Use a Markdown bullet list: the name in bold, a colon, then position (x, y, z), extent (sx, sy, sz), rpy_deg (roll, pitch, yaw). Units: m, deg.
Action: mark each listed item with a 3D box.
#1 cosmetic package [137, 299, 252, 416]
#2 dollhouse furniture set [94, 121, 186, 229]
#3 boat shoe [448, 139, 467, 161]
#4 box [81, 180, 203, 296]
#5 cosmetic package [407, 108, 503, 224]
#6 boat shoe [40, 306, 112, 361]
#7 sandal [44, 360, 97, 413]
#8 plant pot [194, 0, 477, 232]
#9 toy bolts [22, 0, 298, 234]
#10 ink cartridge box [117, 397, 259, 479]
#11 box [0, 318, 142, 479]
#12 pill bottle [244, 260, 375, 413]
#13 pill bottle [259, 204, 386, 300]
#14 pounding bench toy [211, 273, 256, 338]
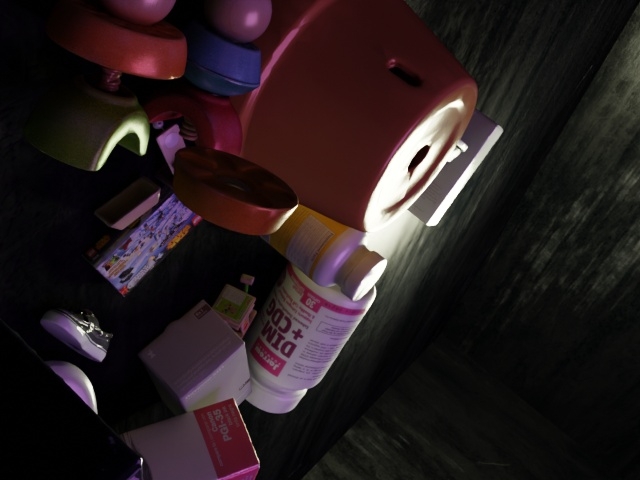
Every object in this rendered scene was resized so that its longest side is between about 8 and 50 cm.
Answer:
- **cosmetic package**: position (-0.184, 0.204, 1.161), extent (0.127, 0.107, 0.238), rpy_deg (-41, 163, -19)
- **dollhouse furniture set**: position (-0.165, -0.059, 0.742), extent (0.114, 0.091, 0.081), rpy_deg (-41, 145, -21)
- **boat shoe**: position (0.154, -0.172, 1.254), extent (0.091, 0.114, 0.302), rpy_deg (-55, 150, 11)
- **box**: position (-0.191, -0.008, 0.843), extent (0.137, 0.027, 0.094), rpy_deg (-46, 160, -14)
- **cosmetic package**: position (0.237, -0.155, 1.470), extent (0.231, 0.117, 0.085), rpy_deg (-54, 163, 14)
- **boat shoe**: position (-0.268, 0.097, 0.843), extent (0.142, 0.049, 0.040), rpy_deg (87, 26, -67)
- **sandal**: position (-0.386, 0.321, 0.890), extent (0.169, 0.102, 0.416), rpy_deg (9, 104, -45)
- **plant pot**: position (0.032, -0.144, 0.837), extent (0.291, 0.203, 0.291), rpy_deg (-44, 161, -19)
- **toy bolts**: position (-0.085, -0.133, 0.614), extent (0.158, 0.218, 0.228), rpy_deg (-65, 177, 20)
- **ink cartridge box**: position (-0.249, 0.356, 1.096), extent (0.283, 0.117, 0.207), rpy_deg (-13, 149, -23)
- **box**: position (-0.280, 0.170, 0.530), extent (0.183, 0.296, 0.294), rpy_deg (-41, 160, -31)
- **pill bottle**: position (-0.037, 0.160, 1.341), extent (0.160, 0.160, 0.283), rpy_deg (-20, 144, -59)
- **pill bottle**: position (0.000, 0.000, 1.072), extent (0.103, 0.184, 0.103), rpy_deg (-45, 162, -19)
- **pounding bench toy**: position (-0.126, 0.099, 1.173), extent (0.083, 0.052, 0.065), rpy_deg (-61, 168, -26)
